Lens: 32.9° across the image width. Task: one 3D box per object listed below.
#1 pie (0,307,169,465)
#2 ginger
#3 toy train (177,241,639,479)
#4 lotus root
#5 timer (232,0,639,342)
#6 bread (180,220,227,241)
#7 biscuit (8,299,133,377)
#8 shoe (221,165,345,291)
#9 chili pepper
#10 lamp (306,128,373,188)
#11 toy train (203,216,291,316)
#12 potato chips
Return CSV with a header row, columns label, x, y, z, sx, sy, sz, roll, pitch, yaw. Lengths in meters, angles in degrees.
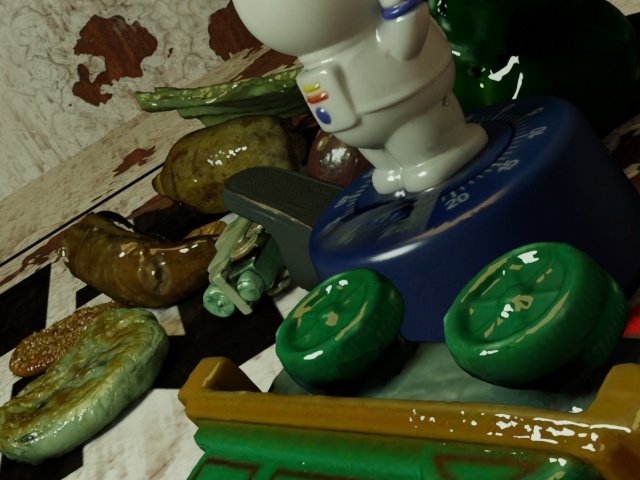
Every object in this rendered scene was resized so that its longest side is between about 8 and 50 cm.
label,x,y,z,sx,sy,sz,roll,pitch,yaw
pie,-0.272,0.161,1.213,0.240,0.054,0.240,-28,21,12
ginger,-0.249,0.024,1.423,0.133,0.107,0.309,-3,11,-36
toy train,0.050,0.150,0.556,0.429,0.178,0.249,-7,39,52
lotus root,-0.142,-0.108,1.589,0.260,0.128,0.145,-12,8,29
timer,0.064,-0.102,0.838,0.270,0.384,0.270,-27,19,10
bread,-0.172,0.009,1.496,0.110,0.024,0.110,-29,17,10
biscuit,-0.341,0.131,1.444,0.206,0.025,0.126,-25,19,18
shoe,0.000,0.000,1.137,0.241,0.093,0.108,25,36,31
chili pepper,0.177,-0.175,1.072,0.233,0.248,0.256,-45,-6,35
lamp,0.063,-0.085,1.216,0.157,0.135,0.156,-52,-21,19
toy train,-0.074,0.016,1.251,0.125,0.081,0.194,-32,18,32
potato chips,-0.063,-0.234,1.608,0.389,0.097,0.373,-13,0,4
